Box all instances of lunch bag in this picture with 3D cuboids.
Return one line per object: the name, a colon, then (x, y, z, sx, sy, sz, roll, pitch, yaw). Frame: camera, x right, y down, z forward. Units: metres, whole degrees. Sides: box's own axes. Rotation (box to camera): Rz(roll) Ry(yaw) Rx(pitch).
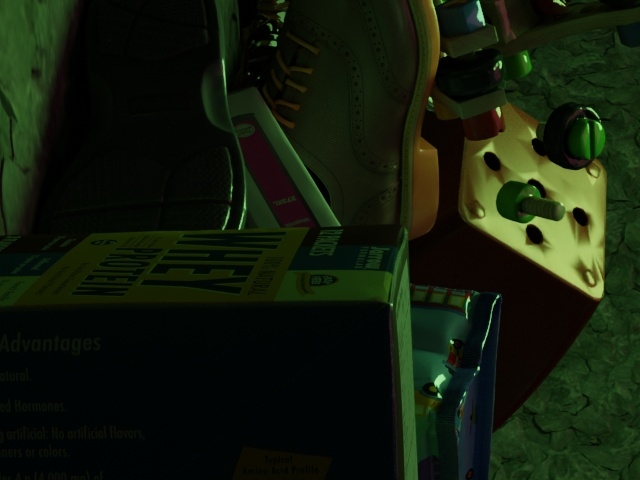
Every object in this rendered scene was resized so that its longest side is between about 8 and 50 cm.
lunch bag: (-0.009, 0.174, 0.990, 0.138, 0.221, 0.293, -61, 153, -55)

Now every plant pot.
plant pot: (0.136, 0.003, 1.566, 0.236, 0.267, 0.267, -39, -149, 42)

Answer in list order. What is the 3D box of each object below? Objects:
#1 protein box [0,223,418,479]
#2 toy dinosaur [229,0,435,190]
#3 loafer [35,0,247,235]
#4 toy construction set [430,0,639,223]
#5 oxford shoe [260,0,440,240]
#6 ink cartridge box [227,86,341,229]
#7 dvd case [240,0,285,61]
protein box: (-0.059, 0.106, 0.693, 0.136, 0.200, 0.201, -65, 153, -76)
toy dinosaur: (-0.009, -0.122, 1.430, 0.218, 0.164, 0.322, -36, 150, -52)
loafer: (-0.092, -0.026, 0.886, 0.095, 0.109, 0.302, 88, 2, -49)
toy construction set: (0.119, -0.216, 1.381, 0.257, 0.237, 0.309, -53, 127, -15)
oxford shoe: (0.012, -0.133, 1.283, 0.130, 0.132, 0.364, 39, -34, 50)
ink cartridge box: (-0.006, 0.055, 1.169, 0.371, 0.069, 0.176, -124, -159, -47)
dvd case: (-0.053, -0.176, 1.608, 0.180, 0.022, 0.253, -72, 160, -72)
